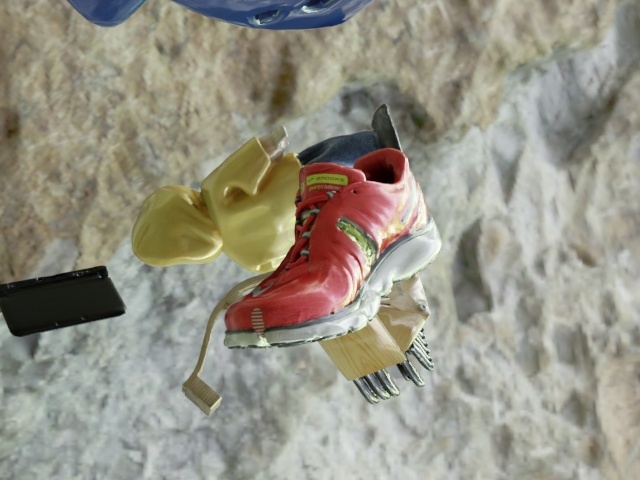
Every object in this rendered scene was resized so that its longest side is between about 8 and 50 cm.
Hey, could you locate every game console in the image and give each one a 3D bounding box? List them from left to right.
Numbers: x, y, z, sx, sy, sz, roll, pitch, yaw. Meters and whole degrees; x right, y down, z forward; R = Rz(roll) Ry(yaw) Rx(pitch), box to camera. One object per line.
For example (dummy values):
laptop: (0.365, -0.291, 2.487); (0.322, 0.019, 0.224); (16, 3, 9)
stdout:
game console: (-0.280, 0.074, 1.203); (0.122, 0.107, 0.071); (-10, -107, -26)

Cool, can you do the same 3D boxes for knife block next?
knife block: (0.044, 0.141, 1.643); (0.275, 0.242, 0.088); (9, -137, -22)

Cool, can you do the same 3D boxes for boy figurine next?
boy figurine: (-0.048, -0.034, 1.135); (0.092, 0.285, 0.177); (-103, -8, -46)

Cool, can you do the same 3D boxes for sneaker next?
sneaker: (0.000, 0.000, 0.904); (0.279, 0.107, 0.118); (-39, -63, -54)

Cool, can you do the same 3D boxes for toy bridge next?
toy bridge: (-0.062, 0.071, 1.037); (0.063, 0.026, 0.188); (39, -114, 10)

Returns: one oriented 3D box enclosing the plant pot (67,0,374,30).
plant pot: (-0.037, -0.238, 0.508); (0.212, 0.236, 0.236); (-21, -99, -47)
